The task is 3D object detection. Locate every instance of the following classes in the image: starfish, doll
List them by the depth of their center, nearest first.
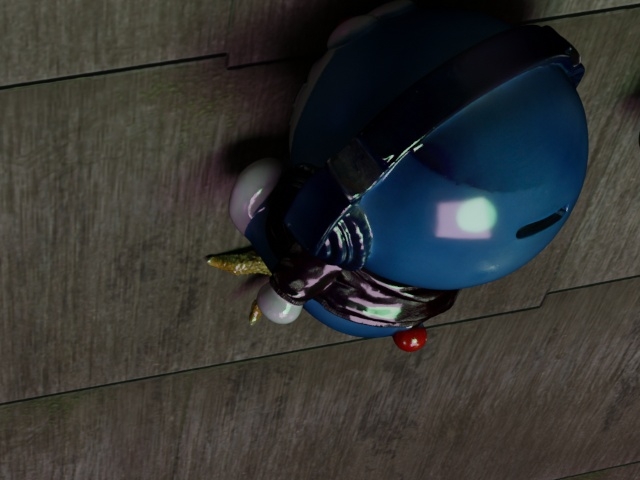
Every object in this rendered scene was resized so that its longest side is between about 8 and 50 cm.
[{"bbox_3d":[0.077,-0.056,1.472,0.284,0.240,0.310,-28,159,-35],"label":"doll"},{"bbox_3d":[0.000,0.000,1.702,0.208,0.053,0.176,-24,140,-4],"label":"starfish"}]

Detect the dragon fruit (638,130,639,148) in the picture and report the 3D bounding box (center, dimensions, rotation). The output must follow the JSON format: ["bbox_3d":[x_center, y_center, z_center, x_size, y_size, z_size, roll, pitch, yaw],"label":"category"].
[{"bbox_3d":[0.443,-0.071,1.610,0.314,0.263,0.296,10,140,-41],"label":"dragon fruit"}]
